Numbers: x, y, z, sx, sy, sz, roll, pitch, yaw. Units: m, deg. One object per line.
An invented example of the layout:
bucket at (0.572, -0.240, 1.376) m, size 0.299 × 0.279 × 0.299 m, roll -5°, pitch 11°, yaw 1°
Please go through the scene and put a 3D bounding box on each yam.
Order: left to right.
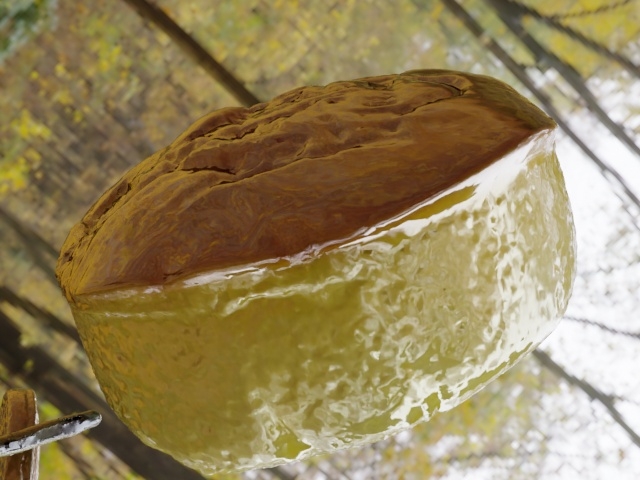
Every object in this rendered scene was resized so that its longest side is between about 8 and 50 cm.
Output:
yam at (-0.164, 0.113, 0.795) m, size 0.014 × 0.014 × 0.107 m, roll -39°, pitch 165°, yaw 28°

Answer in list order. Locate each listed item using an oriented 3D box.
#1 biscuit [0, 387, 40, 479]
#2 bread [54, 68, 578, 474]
biscuit at (-0.198, 0.160, 0.866) m, size 0.175 × 0.026 × 0.124 m, roll 134°, pitch -38°, yaw -63°
bread at (0.000, 0.000, 0.679) m, size 0.270 × 0.148 × 0.270 m, roll -18°, pitch -164°, yaw 5°
